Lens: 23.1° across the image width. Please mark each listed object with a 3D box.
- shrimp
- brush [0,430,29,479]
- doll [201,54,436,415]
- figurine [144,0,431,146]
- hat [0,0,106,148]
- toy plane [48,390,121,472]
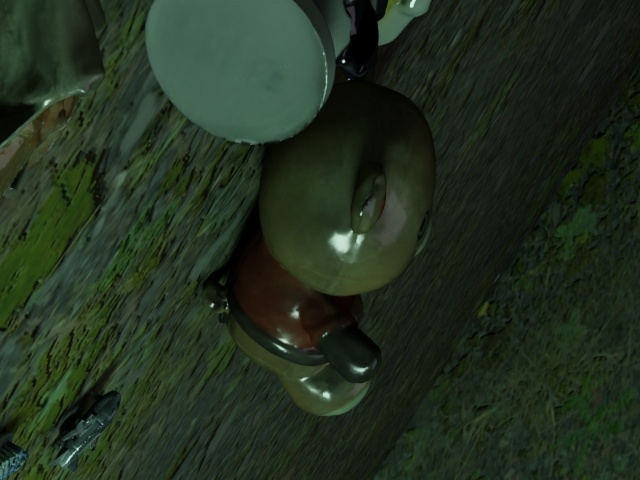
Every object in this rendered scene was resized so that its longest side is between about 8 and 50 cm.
[{"bbox_3d":[-0.203,-0.033,0.942,0.190,0.042,0.101,-53,171,-21],"label":"shrimp"},{"bbox_3d":[-0.280,0.189,1.157,0.033,0.030,0.178,-55,168,28],"label":"brush"},{"bbox_3d":[0.000,0.000,1.417,0.235,0.174,0.330,-87,-164,-51],"label":"doll"},{"bbox_3d":[-0.021,-0.175,1.006,0.133,0.176,0.236,-55,180,41],"label":"figurine"},{"bbox_3d":[-0.197,-0.095,0.755,0.244,0.149,0.214,-26,-164,-2],"label":"hat"},{"bbox_3d":[-0.200,0.161,1.338,0.083,0.031,0.078,-57,165,-2],"label":"toy plane"}]
